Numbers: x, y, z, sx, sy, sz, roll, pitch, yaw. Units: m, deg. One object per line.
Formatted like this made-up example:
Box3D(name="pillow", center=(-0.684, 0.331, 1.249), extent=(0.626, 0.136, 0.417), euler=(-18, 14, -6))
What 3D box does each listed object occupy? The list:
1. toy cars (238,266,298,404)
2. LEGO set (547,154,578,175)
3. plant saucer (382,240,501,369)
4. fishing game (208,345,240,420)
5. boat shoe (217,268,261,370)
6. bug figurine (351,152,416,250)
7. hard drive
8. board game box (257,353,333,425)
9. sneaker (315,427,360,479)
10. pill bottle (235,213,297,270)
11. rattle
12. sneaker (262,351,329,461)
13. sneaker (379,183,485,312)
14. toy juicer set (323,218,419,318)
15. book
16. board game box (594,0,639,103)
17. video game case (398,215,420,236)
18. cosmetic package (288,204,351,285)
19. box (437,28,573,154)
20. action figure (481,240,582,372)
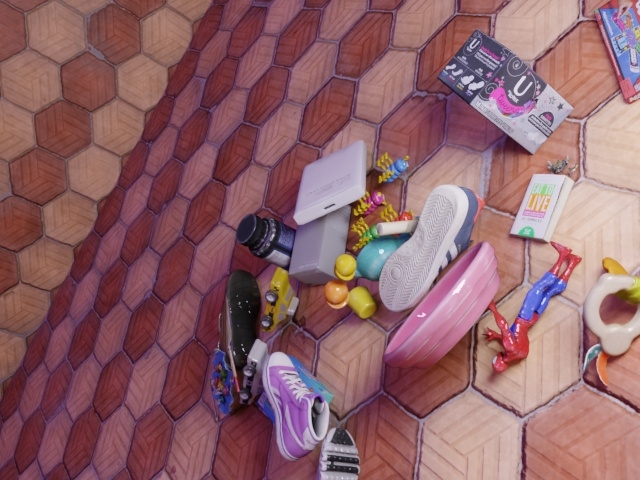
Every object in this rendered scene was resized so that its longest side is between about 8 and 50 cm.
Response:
Box3D(name="toy cars", center=(-0.137, 0.274, 1.997), extent=(0.176, 0.087, 0.393), euler=(69, -143, -82))
Box3D(name="LEGO set", center=(0.522, -0.156, 1.547), extent=(0.054, 0.023, 0.083), euler=(-39, 32, 15))
Box3D(name="plant saucer", center=(0.264, 0.149, 1.500), extent=(0.332, 0.084, 0.332), euler=(-49, -4, -4))
Box3D(name="fishing game", center=(-0.292, 0.408, 2.071), extent=(0.264, 0.041, 0.189), euler=(128, 133, -55))
Box3D(name="boat shoe", center=(-0.263, 0.244, 2.178), extent=(0.120, 0.123, 0.323), euler=(-34, 44, 41))
Box3D(name="bug figurine", center=(0.167, -0.088, 1.885), extent=(0.216, 0.072, 0.279), euler=(-39, 37, 39))
Box3D(name="hard drive", center=(0.032, -0.168, 2.007), extent=(0.203, 0.040, 0.307), euler=(-24, 25, 17))
Box3D(name="board game box", center=(-0.070, 0.419, 1.886), extent=(0.160, 0.047, 0.210), euler=(-60, 36, 3))
Box3D(name="sneaker", center=(0.017, 0.576, 1.639), extent=(0.118, 0.110, 0.292), euler=(-30, 46, 49))
Box3D(name="pill bottle", center=(-0.131, 0.005, 2.080), extent=(0.123, 0.219, 0.122), euler=(-29, 47, 37))
Box3D(name="rattle", center=(0.519, 0.145, 1.325), extent=(0.143, 0.130, 0.199), euler=(-135, 49, -64))
Box3D(name="sneaker", center=(-0.048, 0.376, 1.750), extent=(0.161, 0.102, 0.282), euler=(-48, 48, 37))
Box3D(name="sneaker", center=(0.267, 0.027, 1.663), extent=(0.131, 0.148, 0.350), euler=(51, 125, 31))
Box3D(name="toy juicer set", center=(0.121, 0.038, 1.730), extent=(0.329, 0.209, 0.089), euler=(-55, 47, 19))
Box3D(name="book", center=(0.476, -0.071, 1.549), extent=(0.096, 0.035, 0.144), euler=(14, 81, 57))
Box3D(name="board game box", center=(0.685, -0.433, 1.525), extent=(0.145, 0.027, 0.281), euler=(-30, 47, 35))
Box3D(name="video game case", center=(0.227, 0.017, 1.808), extent=(0.119, 0.015, 0.166), euler=(4, 71, 52))
Box3D(name="cosmetic package", center=(0.000, 0.000, 2.024), extent=(0.127, 0.107, 0.237), euler=(-17, 52, 41))
Box3D(name="box", center=(0.415, -0.331, 1.601), extent=(0.142, 0.247, 0.163), euler=(-52, 37, 16))
Box3D(name="action figure", center=(0.400, 0.130, 1.461), extent=(0.139, 0.091, 0.280), euler=(26, 88, 48))
